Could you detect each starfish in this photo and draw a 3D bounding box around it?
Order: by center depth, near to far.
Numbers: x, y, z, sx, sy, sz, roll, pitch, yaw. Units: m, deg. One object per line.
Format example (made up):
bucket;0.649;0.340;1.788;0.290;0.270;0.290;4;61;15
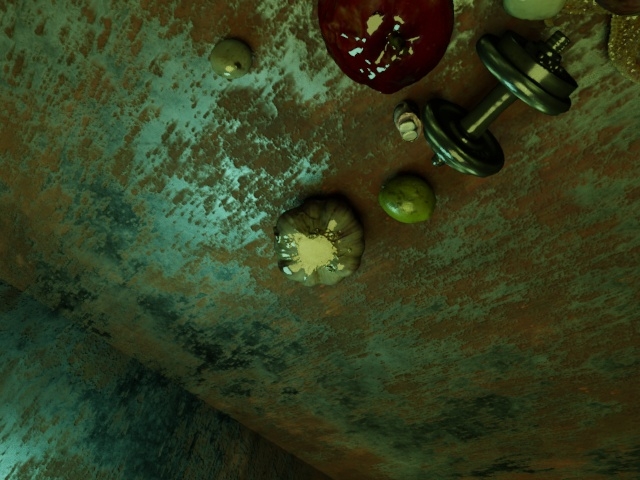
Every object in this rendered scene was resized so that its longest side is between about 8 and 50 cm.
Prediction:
starfish;0.520;-0.391;0.615;0.300;0.060;0.302;17;133;4

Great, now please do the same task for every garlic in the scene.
garlic;0.000;0.000;1.059;0.245;0.160;0.244;3;110;9

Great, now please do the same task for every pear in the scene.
pear;0.199;-0.095;0.943;0.132;0.107;0.107;29;133;5

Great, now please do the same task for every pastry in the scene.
pastry;0.321;-0.404;0.595;0.092;0.156;0.156;8;132;11

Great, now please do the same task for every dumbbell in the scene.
dumbbell;0.301;-0.234;0.728;0.192;0.192;0.290;31;132;-12

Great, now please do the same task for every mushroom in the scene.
mushroom;-0.179;-0.363;0.844;0.085;0.085;0.079;12;167;6

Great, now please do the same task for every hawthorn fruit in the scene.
hawthorn fruit;0.108;-0.343;0.647;0.210;0.265;0.230;-32;121;15

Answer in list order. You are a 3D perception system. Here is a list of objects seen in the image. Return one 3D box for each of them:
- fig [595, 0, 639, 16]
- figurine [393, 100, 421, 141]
fig;0.420;-0.414;0.521;0.161;0.143;0.230;-15;102;11
figurine;0.176;-0.231;0.815;0.054;0.129;0.072;-19;120;14
